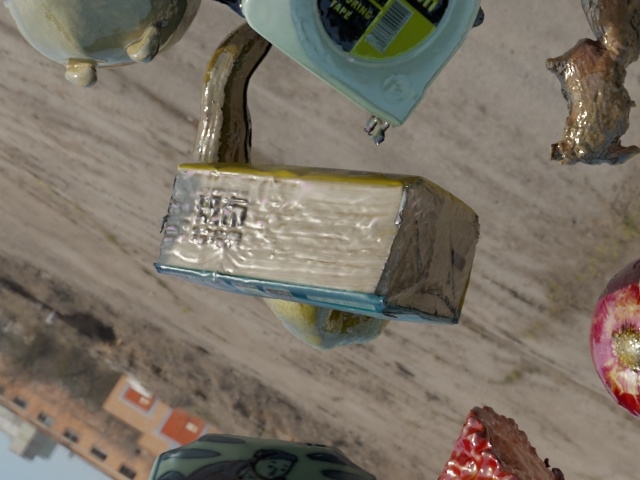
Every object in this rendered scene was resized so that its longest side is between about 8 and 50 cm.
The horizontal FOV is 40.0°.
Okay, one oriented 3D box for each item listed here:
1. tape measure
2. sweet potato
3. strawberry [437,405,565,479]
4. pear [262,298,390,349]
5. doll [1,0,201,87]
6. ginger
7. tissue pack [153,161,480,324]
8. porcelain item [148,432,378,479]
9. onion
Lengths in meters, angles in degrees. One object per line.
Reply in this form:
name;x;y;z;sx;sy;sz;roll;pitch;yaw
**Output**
tape measure;-0.011;-0.258;0.781;0.351;0.215;0.098;29;-164;-32
sweet potato;-0.103;-0.166;1.025;0.081;0.233;0.062;-4;-152;-44
strawberry;0.192;0.307;0.953;0.234;0.178;0.234;44;-167;-13
pear;0.001;0.031;1.197;0.211;0.188;0.228;53;176;42
doll;-0.287;-0.348;0.961;0.247;0.247;0.350;6;125;58
ginger;0.341;-0.234;1.079;0.122;0.290;0.084;6;-179;16
tissue pack;0.000;0.000;0.880;0.270;0.134;0.192;8;175;31
porcelain item;-0.072;0.354;0.996;0.281;0.157;0.286;7;-155;1
onion;0.349;0.096;0.856;0.177;0.153;0.177;14;114;34
